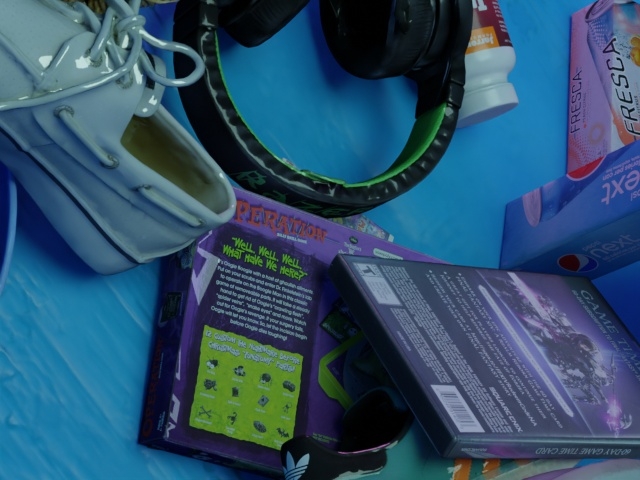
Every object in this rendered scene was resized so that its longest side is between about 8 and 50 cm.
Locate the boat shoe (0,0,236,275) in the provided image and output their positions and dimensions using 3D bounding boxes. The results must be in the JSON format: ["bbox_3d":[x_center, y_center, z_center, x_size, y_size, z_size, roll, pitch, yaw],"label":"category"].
[{"bbox_3d":[-0.153,-0.109,1.155,0.367,0.156,0.136,55,23,-45],"label":"boat shoe"}]

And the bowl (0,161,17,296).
[{"bbox_3d":[-0.386,-0.044,1.113,0.391,0.077,0.391,13,66,-33],"label":"bowl"}]

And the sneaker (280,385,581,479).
[{"bbox_3d":[0.095,0.152,1.319,0.302,0.108,0.121,-19,80,-44],"label":"sneaker"}]

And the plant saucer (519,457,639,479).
[{"bbox_3d":[0.095,0.298,1.230,0.400,0.400,0.100,-17,43,-39],"label":"plant saucer"}]

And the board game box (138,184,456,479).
[{"bbox_3d":[0.030,0.099,1.381,0.347,0.056,0.208,20,72,-30],"label":"board game box"}]

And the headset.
[{"bbox_3d":[0.020,-0.218,1.396,0.243,0.185,0.394,14,69,-27],"label":"headset"}]

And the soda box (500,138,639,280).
[{"bbox_3d":[0.245,-0.023,1.485,0.067,0.210,0.071,23,61,-27],"label":"soda box"}]

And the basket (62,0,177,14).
[{"bbox_3d":[-0.140,-0.288,1.283,0.223,0.213,0.299,28,42,-22],"label":"basket"}]

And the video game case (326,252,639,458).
[{"bbox_3d":[0.156,0.091,1.356,0.274,0.026,0.196,7,37,-38],"label":"video game case"}]

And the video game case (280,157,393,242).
[{"bbox_3d":[0.000,0.000,1.425,0.122,0.011,0.087,35,56,-22],"label":"video game case"}]

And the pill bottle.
[{"bbox_3d":[0.120,-0.180,1.529,0.086,0.086,0.152,-13,82,-39],"label":"pill bottle"}]

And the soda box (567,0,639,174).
[{"bbox_3d":[0.273,-0.135,1.641,0.058,0.063,0.183,18,64,-31],"label":"soda box"}]
